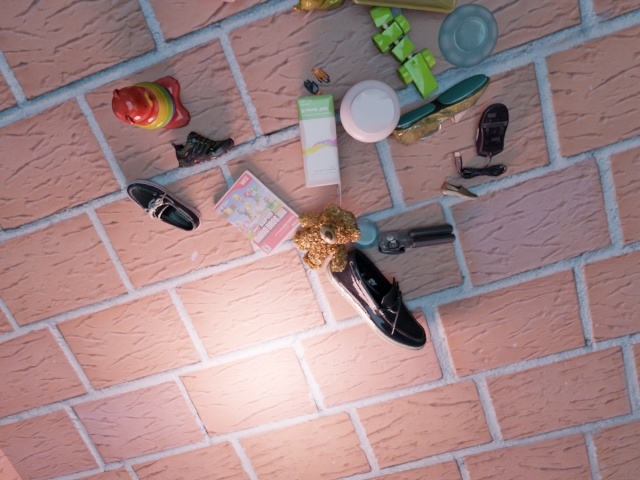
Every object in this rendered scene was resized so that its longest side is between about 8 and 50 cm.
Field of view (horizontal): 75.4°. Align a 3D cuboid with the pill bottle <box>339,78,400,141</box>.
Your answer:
[{"bbox_3d":[0.151,-0.408,1.307,0.182,0.323,0.181,1,107,3],"label":"pill bottle"}]

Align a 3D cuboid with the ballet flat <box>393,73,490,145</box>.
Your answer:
[{"bbox_3d":[0.412,-0.432,1.408,0.349,0.123,0.123,-28,104,10],"label":"ballet flat"}]

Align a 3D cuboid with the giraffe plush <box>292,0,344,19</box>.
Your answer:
[{"bbox_3d":[-0.013,-0.823,1.287,0.211,0.182,0.170,-10,99,42],"label":"giraffe plush"}]

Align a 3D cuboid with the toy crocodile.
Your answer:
[{"bbox_3d":[0.272,-0.619,1.359,0.115,0.105,0.340,-39,107,13],"label":"toy crocodile"}]

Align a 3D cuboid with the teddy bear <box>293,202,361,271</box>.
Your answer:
[{"bbox_3d":[0.000,0.000,1.475,0.113,0.338,0.244,-16,95,-34],"label":"teddy bear"}]

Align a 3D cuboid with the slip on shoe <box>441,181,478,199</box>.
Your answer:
[{"bbox_3d":[0.511,-0.180,1.508,0.136,0.051,0.041,15,111,6],"label":"slip on shoe"}]

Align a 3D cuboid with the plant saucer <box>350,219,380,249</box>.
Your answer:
[{"bbox_3d":[0.170,-0.023,1.588,0.120,0.021,0.119,1,109,2],"label":"plant saucer"}]

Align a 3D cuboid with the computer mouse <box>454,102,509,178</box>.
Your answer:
[{"bbox_3d":[0.556,-0.343,1.450,0.184,0.060,0.261,-11,119,2],"label":"computer mouse"}]

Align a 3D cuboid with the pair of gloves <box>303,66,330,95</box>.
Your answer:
[{"bbox_3d":[-0.013,-0.549,1.434,0.074,0.010,0.083,35,109,-10],"label":"pair of gloves"}]

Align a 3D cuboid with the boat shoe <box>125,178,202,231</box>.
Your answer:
[{"bbox_3d":[-0.597,-0.123,1.549,0.306,0.105,0.113,35,106,-8],"label":"boat shoe"}]

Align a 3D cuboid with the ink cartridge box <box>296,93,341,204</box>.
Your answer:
[{"bbox_3d":[-0.005,-0.304,1.408,0.119,0.207,0.352,-6,107,0],"label":"ink cartridge box"}]

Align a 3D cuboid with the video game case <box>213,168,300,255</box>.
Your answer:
[{"bbox_3d":[-0.235,-0.103,1.581,0.285,0.025,0.204,42,105,-10],"label":"video game case"}]

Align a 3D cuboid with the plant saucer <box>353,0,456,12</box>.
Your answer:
[{"bbox_3d":[0.259,-0.878,1.254,0.334,0.081,0.332,1,106,-9],"label":"plant saucer"}]

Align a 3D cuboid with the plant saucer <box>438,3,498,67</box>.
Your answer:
[{"bbox_3d":[0.489,-0.672,1.357,0.195,0.037,0.194,1,109,2],"label":"plant saucer"}]

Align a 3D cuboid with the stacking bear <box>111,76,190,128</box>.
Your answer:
[{"bbox_3d":[-0.569,-0.440,1.349,0.165,0.289,0.175,-13,107,7],"label":"stacking bear"}]

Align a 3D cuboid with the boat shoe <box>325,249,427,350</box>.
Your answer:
[{"bbox_3d":[0.240,0.228,1.576,0.500,0.186,0.156,45,124,-6],"label":"boat shoe"}]

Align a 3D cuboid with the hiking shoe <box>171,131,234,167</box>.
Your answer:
[{"bbox_3d":[-0.424,-0.339,1.482,0.227,0.086,0.114,-17,109,9],"label":"hiking shoe"}]

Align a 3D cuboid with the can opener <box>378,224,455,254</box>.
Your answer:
[{"bbox_3d":[0.360,0.000,1.571,0.284,0.095,0.075,-7,69,0],"label":"can opener"}]
